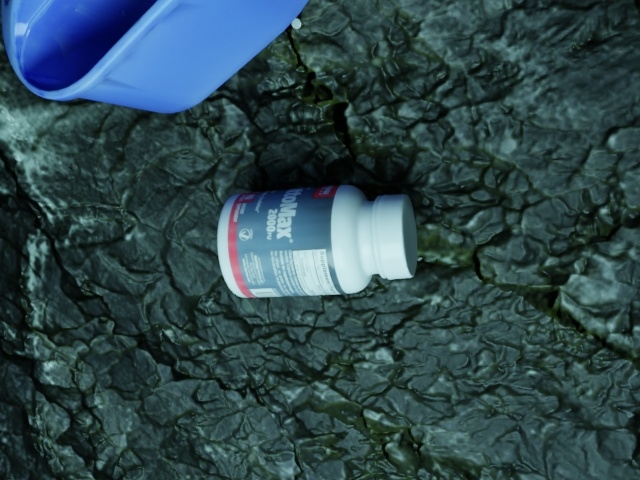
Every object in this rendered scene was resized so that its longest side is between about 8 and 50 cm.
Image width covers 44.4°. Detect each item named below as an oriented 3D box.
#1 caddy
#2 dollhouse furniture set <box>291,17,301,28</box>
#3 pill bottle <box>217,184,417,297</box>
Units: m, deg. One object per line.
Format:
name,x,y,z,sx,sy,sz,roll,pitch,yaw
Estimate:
caddy,-0.157,-0.261,0.682,0.341,0.179,0.241,-33,65,33
dollhouse furniture set,-0.075,-0.233,0.807,0.081,0.091,0.114,26,139,-30
pill bottle,0.000,0.000,0.775,0.180,0.108,0.107,-4,99,16
